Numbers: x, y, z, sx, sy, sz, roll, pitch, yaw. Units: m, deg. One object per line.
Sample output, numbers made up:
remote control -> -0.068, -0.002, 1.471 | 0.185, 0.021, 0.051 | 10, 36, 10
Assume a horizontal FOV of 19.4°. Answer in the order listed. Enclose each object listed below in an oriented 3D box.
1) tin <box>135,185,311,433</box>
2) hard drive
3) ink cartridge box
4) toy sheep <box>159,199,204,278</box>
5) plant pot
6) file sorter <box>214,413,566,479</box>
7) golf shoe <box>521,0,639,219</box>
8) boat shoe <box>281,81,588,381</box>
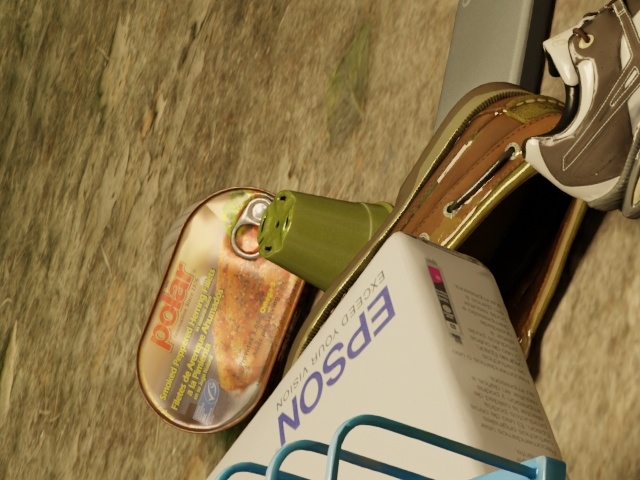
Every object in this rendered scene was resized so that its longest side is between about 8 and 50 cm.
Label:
tin -> -0.070, 0.052, 1.405 | 0.040, 0.106, 0.189 | 9, -77, -79
hard drive -> 0.114, -0.113, 1.245 | 0.094, 0.022, 0.135 | -19, 56, 59
ink cartridge box -> 0.000, 0.216, 0.834 | 0.324, 0.071, 0.330 | -53, 29, 27
toy sheep -> -0.085, 0.013, 1.482 | 0.091, 0.091, 0.132 | -45, 30, 42
plant pot -> 0.000, 0.000, 1.324 | 0.083, 0.079, 0.083 | -44, 35, 44
file sorter -> -0.003, 0.145, 0.709 | 0.170, 0.104, 0.118 | -28, 49, 49
golf shoe -> 0.175, -0.114, 1.028 | 0.077, 0.094, 0.198 | 89, -159, -87
boat shoe -> 0.066, 0.051, 1.119 | 0.307, 0.111, 0.104 | -66, 25, 8
